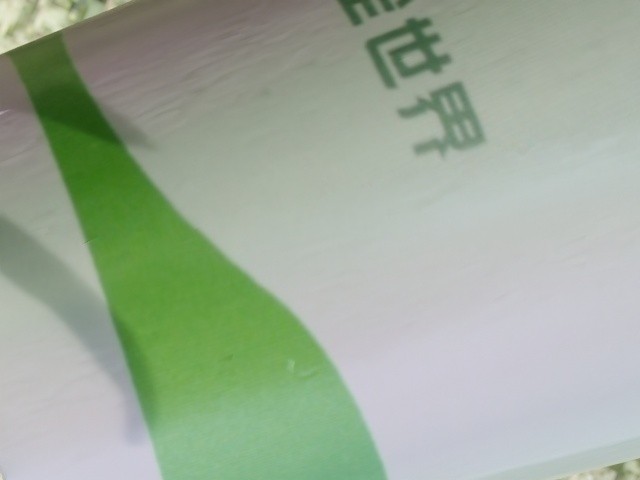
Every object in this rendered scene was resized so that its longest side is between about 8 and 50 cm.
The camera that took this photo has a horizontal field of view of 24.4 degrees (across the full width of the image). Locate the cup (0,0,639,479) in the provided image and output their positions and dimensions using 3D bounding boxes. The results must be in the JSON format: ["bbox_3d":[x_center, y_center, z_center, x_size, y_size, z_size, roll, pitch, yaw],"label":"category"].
[{"bbox_3d":[0.000,0.000,0.540,0.274,0.253,0.253,-19,155,-14],"label":"cup"}]
